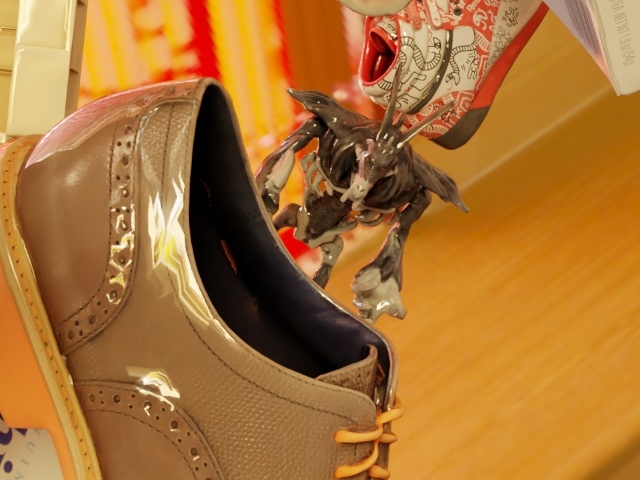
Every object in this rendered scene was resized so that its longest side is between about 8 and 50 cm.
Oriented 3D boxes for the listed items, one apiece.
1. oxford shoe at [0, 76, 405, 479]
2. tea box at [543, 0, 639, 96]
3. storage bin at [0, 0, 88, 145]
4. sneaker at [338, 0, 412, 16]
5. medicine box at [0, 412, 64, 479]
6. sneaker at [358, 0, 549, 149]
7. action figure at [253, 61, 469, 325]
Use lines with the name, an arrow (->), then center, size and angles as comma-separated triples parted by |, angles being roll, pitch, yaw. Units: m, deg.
oxford shoe -> -0.021, 0.110, 0.648 | 0.133, 0.130, 0.363 | -25, -85, 24
tea box -> 0.289, -0.327, 1.237 | 0.329, 0.323, 0.220 | -114, 180, -53
storage bin -> -0.273, -0.204, 1.461 | 0.260, 0.123, 0.262 | 176, -81, -80
sneaker -> -0.008, -0.284, 0.965 | 0.108, 0.121, 0.302 | -20, -73, 44
medicine box -> -0.195, 0.112, 0.959 | 0.289, 0.149, 0.263 | 21, 0, 21
sneaker -> 0.139, -0.238, 1.633 | 0.145, 0.270, 0.090 | 29, -3, -32
action figure -> 0.000, 0.000, 1.206 | 0.164, 0.141, 0.275 | 29, -51, -10
